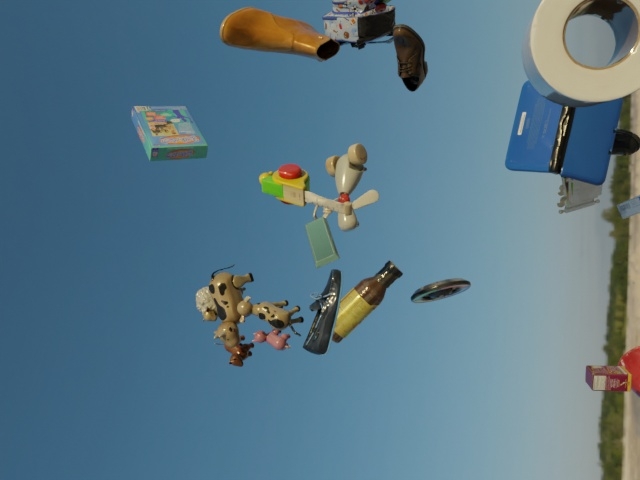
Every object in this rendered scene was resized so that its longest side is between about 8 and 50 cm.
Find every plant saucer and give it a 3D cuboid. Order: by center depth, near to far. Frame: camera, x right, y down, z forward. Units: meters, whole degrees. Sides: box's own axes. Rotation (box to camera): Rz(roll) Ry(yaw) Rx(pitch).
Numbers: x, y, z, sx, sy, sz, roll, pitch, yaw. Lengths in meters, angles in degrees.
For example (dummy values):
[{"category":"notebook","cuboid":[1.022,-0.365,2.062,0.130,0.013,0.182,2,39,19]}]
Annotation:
[{"category":"plant saucer","cuboid":[0.000,0.000,1.531,0.192,0.067,0.018,-107,-9,-54]}]

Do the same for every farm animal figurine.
[{"category":"farm animal figurine","cuboid":[-0.245,0.226,1.766,0.172,0.330,0.326,-10,-117,-52]}]

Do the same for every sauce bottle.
[{"category":"sauce bottle","cuboid":[0.146,0.212,2.050,0.344,0.111,0.111,-44,-32,7]}]

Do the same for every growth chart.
[{"category":"growth chart","cuboid":[0.923,-0.203,2.055,0.021,0.172,0.237,-100,1,-55]}]

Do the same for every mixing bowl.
[{"category":"mixing bowl","cuboid":[0.876,0.361,1.505,0.098,0.181,0.181,-73,-29,-50]}]

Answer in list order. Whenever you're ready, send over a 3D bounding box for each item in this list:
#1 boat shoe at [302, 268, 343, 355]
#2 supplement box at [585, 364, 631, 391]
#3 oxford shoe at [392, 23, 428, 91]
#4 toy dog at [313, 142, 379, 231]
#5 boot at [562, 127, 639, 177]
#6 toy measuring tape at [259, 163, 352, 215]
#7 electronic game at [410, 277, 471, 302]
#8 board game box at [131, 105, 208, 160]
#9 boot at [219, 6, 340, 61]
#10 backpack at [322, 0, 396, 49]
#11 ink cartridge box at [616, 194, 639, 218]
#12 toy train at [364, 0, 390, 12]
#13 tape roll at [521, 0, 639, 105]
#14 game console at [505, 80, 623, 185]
[{"category":"boat shoe","cuboid":[0.007,0.204,1.711,0.109,0.089,0.258,109,174,-74]},{"category":"supplement box","cuboid":[0.657,0.315,1.332,0.055,0.083,0.043,-50,-41,-76]},{"category":"oxford shoe","cuboid":[0.258,-0.524,1.691,0.227,0.083,0.096,53,-127,-49]},{"category":"toy dog","cuboid":[0.121,-0.192,2.195,0.161,0.220,0.333,16,-94,-43]},{"category":"boot","cuboid":[0.889,-0.279,1.915,0.207,0.246,0.094,-49,-41,-23]},{"category":"toy measuring tape","cuboid":[-0.034,-0.151,1.704,0.121,0.330,0.121,-41,-40,-47]},{"category":"electronic game","cuboid":[0.449,0.192,2.177,0.229,0.229,0.048,23,-130,-61]},{"category":"board game box","cuboid":[-0.426,-0.305,1.636,0.160,0.210,0.047,-7,-44,-29]},{"category":"boot","cuboid":[-0.096,-0.534,1.534,0.295,0.211,0.104,-27,-41,-48]},{"category":"backpack","cuboid":[0.138,-0.863,2.291,0.276,0.263,0.213,-28,-64,-42]},{"category":"ink cartridge box","cuboid":[1.265,-0.159,2.218,0.333,0.165,0.065,-13,-101,-48]},{"category":"toy train","cuboid":[0.197,-0.874,1.955,0.248,0.143,0.105,-1,-108,-60]},{"category":"tape roll","cuboid":[0.519,-0.382,1.113,0.169,0.246,0.246,-37,-55,-74]},{"category":"game console","cuboid":[0.741,-0.332,1.783,0.173,0.250,0.293,15,-92,-43]}]
